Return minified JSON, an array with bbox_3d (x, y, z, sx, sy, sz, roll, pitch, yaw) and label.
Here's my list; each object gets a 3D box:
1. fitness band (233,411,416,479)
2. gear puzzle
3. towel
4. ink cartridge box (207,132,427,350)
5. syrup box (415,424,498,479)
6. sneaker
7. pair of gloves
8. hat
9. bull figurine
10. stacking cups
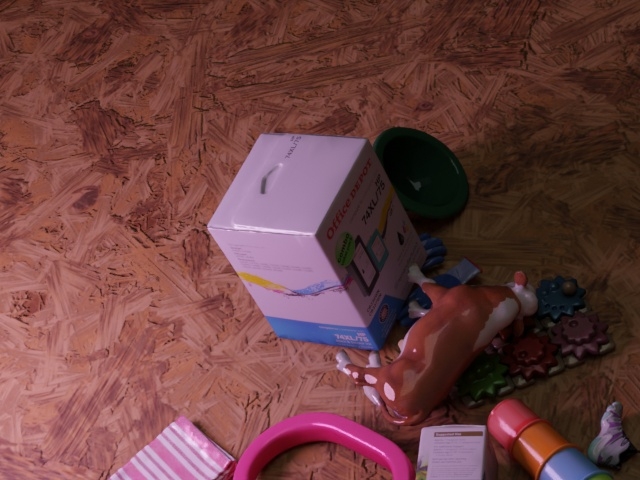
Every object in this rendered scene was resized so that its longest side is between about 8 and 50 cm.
[{"bbox_3d":[0.004,0.342,2.104,0.291,0.054,0.209,22,60,44],"label":"fitness band"},{"bbox_3d":[0.247,0.153,2.228,0.339,0.044,0.175,-22,45,-2],"label":"gear puzzle"},{"bbox_3d":[-0.234,0.353,2.213,0.197,0.029,0.144,-40,48,-19],"label":"towel"},{"bbox_3d":[0.000,0.000,2.275,0.197,0.270,0.198,5,53,33],"label":"ink cartridge box"},{"bbox_3d":[0.177,0.368,2.015,0.096,0.093,0.236,-4,47,15],"label":"syrup box"},{"bbox_3d":[0.413,0.271,2.070,0.069,0.038,0.098,16,64,28],"label":"sneaker"},{"bbox_3d":[0.156,0.063,2.354,0.159,0.023,0.198,-37,43,-14],"label":"pair of gloves"},{"bbox_3d":[0.111,-0.071,2.501,0.209,0.183,0.173,19,51,-20],"label":"hat"},{"bbox_3d":[0.172,0.134,2.183,0.188,0.101,0.310,21,57,41],"label":"bull figurine"},{"bbox_3d":[0.343,0.317,2.012,0.096,0.096,0.316,-31,44,-11],"label":"stacking cups"}]
